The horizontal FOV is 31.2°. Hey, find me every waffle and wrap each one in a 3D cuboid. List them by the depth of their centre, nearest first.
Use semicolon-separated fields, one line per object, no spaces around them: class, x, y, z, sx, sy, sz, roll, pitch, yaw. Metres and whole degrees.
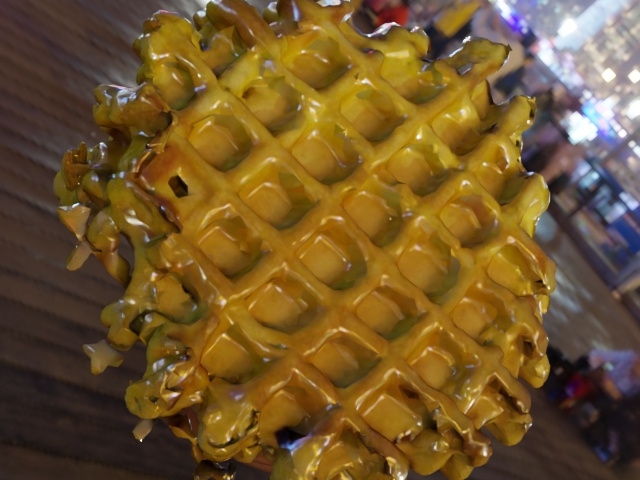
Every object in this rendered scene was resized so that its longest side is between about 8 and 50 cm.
waffle;0.000;0.000;0.424;0.197;0.070;0.193;-6;74;-30

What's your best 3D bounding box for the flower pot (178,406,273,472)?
flower pot;-0.006;0.111;0.921;0.190;0.191;0.173;37;-13;-37
